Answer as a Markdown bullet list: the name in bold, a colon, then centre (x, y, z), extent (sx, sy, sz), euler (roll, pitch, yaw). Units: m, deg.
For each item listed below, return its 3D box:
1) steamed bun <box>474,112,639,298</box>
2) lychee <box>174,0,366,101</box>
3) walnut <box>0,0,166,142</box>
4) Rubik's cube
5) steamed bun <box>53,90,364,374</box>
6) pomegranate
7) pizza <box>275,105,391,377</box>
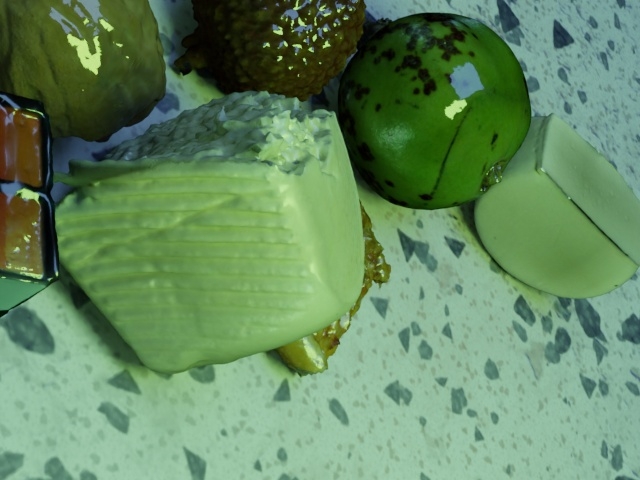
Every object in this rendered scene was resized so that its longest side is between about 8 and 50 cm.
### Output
- **steamed bun**: centre (0.304, -0.038, 1.960), extent (0.242, 0.164, 0.146), euler (41, 44, -22)
- **lychee**: centre (-0.058, -0.250, 1.684), extent (0.238, 0.200, 0.200), euler (-26, 89, -9)
- **walnut**: centre (-0.235, -0.183, 1.447), extent (0.141, 0.204, 0.238), euler (34, 32, 28)
- **Rubik's cube**: centre (-0.347, -0.029, 1.285), extent (0.180, 0.167, 0.183), euler (10, 62, -41)
- **steamed bun**: centre (-0.090, -0.034, 1.475), extent (0.273, 0.290, 0.272), euler (66, 32, -25)
- **pomegranate**: centre (0.128, -0.169, 1.801), extent (0.254, 0.254, 0.270), euler (-19, 70, -49)
- **pizza**: centre (0.000, 0.000, 1.692), extent (0.226, 0.086, 0.335), euler (16, 58, -39)
